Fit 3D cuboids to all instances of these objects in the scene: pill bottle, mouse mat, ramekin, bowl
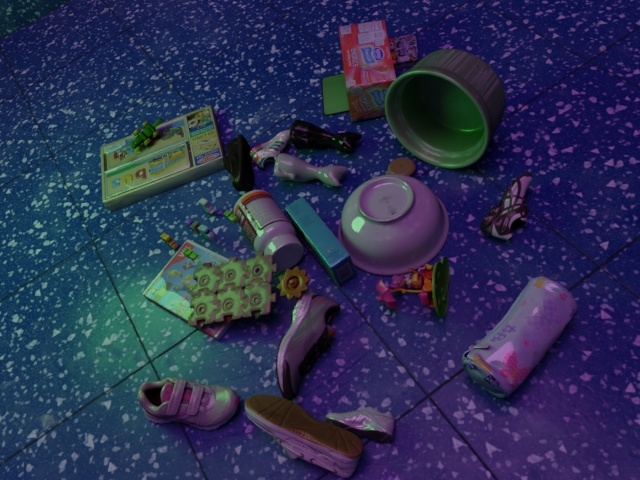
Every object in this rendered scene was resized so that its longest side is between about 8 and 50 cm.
[{"bbox_3d":[-0.139,-0.028,1.545,0.121,0.121,0.221,-32,54,-6],"label":"pill bottle"},{"bbox_3d":[0.079,-0.483,1.869,0.153,0.007,0.189,-9,55,10],"label":"mouse mat"},{"bbox_3d":[0.337,-0.354,1.527,0.304,0.303,0.148,24,58,29],"label":"ramekin"},{"bbox_3d":[0.175,-0.069,1.473,0.298,0.134,0.297,-9,54,12],"label":"bowl"}]

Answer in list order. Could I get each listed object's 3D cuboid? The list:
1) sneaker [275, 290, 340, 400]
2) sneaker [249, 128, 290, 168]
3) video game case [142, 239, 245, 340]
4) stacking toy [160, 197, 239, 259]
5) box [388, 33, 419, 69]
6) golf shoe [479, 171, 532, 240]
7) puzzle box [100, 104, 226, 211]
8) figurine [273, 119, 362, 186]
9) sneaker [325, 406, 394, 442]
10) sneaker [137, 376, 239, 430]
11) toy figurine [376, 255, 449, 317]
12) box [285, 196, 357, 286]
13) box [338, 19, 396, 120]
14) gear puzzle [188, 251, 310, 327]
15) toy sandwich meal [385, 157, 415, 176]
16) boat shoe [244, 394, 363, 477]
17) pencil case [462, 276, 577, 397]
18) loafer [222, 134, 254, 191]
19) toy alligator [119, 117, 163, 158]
[{"bbox_3d":[-0.031,0.242,1.342,0.108,0.100,0.271,10,59,17],"label":"sneaker"},{"bbox_3d":[-0.135,-0.277,1.769,0.161,0.057,0.075,-31,77,-13],"label":"sneaker"},{"bbox_3d":[-0.319,0.126,1.553,0.285,0.025,0.204,23,65,29],"label":"video game case"},{"bbox_3d":[-0.334,-0.027,1.597,0.167,0.052,0.221,-46,37,-17],"label":"stacking toy"},{"bbox_3d":[0.274,-0.620,1.892,0.094,0.027,0.136,-9,54,12],"label":"box"},{"bbox_3d":[0.485,-0.081,1.433,0.094,0.077,0.198,35,78,21],"label":"golf shoe"},{"bbox_3d":[-0.517,-0.272,1.874,0.409,0.052,0.272,-21,53,2],"label":"puzzle box"},{"bbox_3d":[-0.005,-0.248,1.685,0.210,0.092,0.214,11,61,18],"label":"figurine"},{"bbox_3d":[0.086,0.390,1.237,0.152,0.053,0.061,5,42,17],"label":"sneaker"},{"bbox_3d":[-0.314,0.373,1.325,0.253,0.111,0.102,-6,55,13],"label":"sneaker"},{"bbox_3d":[0.214,0.105,1.366,0.159,0.130,0.173,-4,33,25],"label":"toy figurine"},{"bbox_3d":[0.000,0.000,1.497,0.060,0.100,0.244,-33,53,-7],"label":"box"},{"bbox_3d":[0.149,-0.533,1.791,0.154,0.142,0.299,-8,54,5],"label":"box"},{"bbox_3d":[-0.176,0.120,1.443,0.339,0.044,0.175,-12,61,21],"label":"gear puzzle"},{"bbox_3d":[0.226,-0.197,1.612,0.086,0.029,0.085,-7,50,9],"label":"toy sandwich meal"},{"bbox_3d":[-0.049,0.421,1.221,0.277,0.096,0.098,21,22,24],"label":"boat shoe"},{"bbox_3d":[0.422,0.202,1.219,0.273,0.113,0.124,-43,77,-15],"label":"pencil case"},{"bbox_3d":[-0.255,-0.226,1.755,0.079,0.080,0.220,-20,47,15],"label":"loafer"},{"bbox_3d":[-0.587,-0.330,1.873,0.189,0.056,0.051,-49,15,-17],"label":"toy alligator"}]
